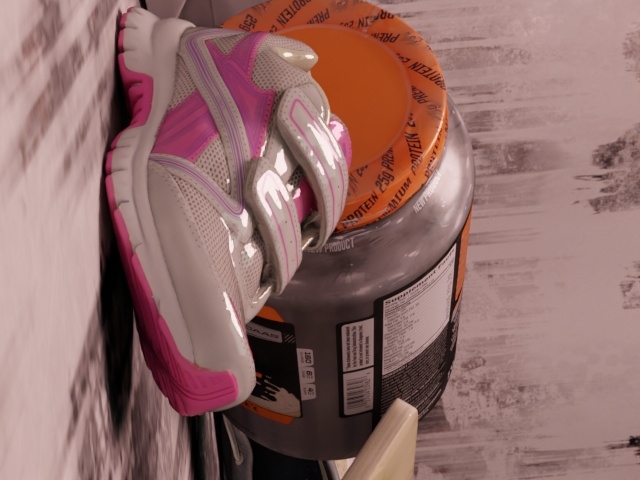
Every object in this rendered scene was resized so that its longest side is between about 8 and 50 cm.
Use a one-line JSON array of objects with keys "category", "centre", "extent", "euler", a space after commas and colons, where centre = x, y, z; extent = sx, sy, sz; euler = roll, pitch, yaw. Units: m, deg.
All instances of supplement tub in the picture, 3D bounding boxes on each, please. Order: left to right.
[{"category": "supplement tub", "centre": [0.000, 0.000, 0.909], "extent": [0.316, 0.194, 0.193], "euler": [87, -2, -58]}]

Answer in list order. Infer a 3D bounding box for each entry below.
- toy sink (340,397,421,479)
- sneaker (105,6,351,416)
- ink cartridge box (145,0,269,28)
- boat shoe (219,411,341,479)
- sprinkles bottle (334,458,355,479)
[{"category": "toy sink", "centre": [0.046, 0.248, 0.901], "extent": [0.234, 0.131, 0.152], "euler": [-54, 162, -24]}, {"category": "sneaker", "centre": [-0.039, -0.028, 0.664], "extent": [0.103, 0.111, 0.252], "euler": [86, -1, -47]}, {"category": "ink cartridge box", "centre": [-0.055, -0.277, 0.917], "extent": [0.223, 0.129, 0.307], "euler": [89, -3, -68]}, {"category": "boat shoe", "centre": [-0.026, 0.247, 1.166], "extent": [0.099, 0.116, 0.319], "euler": [70, 9, -82]}, {"category": "sprinkles bottle", "centre": [-0.024, 0.221, 1.355], "extent": [0.121, 0.121, 0.355], "euler": [91, -6, -81]}]
